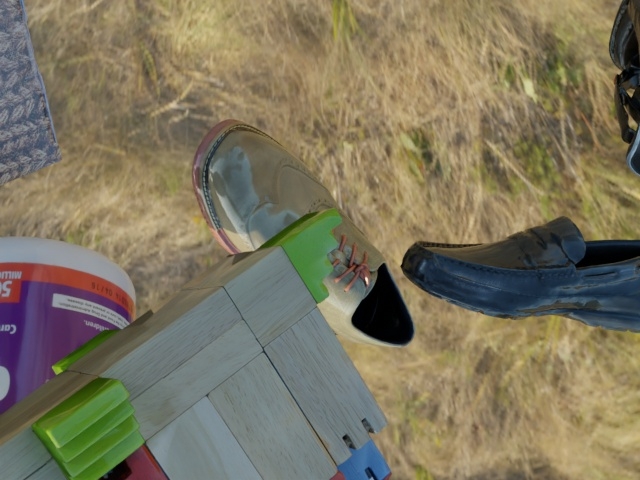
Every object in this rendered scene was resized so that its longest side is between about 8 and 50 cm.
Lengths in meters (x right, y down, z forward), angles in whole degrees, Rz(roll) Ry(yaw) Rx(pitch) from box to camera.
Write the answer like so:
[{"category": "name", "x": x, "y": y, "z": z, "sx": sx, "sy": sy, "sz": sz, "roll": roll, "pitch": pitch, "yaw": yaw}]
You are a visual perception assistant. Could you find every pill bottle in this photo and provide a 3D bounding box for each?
[{"category": "pill bottle", "x": -0.252, "y": 0.171, "z": 0.862, "sx": 0.182, "sy": 0.323, "sz": 0.181, "roll": -2, "pitch": 152, "yaw": -1}]

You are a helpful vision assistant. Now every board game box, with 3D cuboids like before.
[{"category": "board game box", "x": -0.393, "y": -0.199, "z": 0.957, "sx": 0.141, "sy": 0.291, "sz": 0.232, "roll": -28, "pitch": 132, "yaw": -29}]

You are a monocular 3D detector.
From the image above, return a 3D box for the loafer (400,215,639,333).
[{"category": "loafer", "x": 0.167, "y": 0.017, "z": 0.772, "sx": 0.223, "sy": 0.076, "sz": 0.078, "roll": 7, "pitch": 107, "yaw": -20}]

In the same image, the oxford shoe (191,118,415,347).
[{"category": "oxford shoe", "x": 0.000, "y": 0.000, "z": 1.053, "sx": 0.123, "sy": 0.130, "sz": 0.348, "roll": -58, "pitch": 138, "yaw": -13}]

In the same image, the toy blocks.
[{"category": "toy blocks", "x": -0.085, "y": 0.191, "z": 0.671, "sx": 0.381, "sy": 0.191, "sz": 0.261, "roll": -37, "pitch": 101, "yaw": -24}]

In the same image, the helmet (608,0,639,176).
[{"category": "helmet", "x": 0.300, "y": -0.119, "z": 0.740, "sx": 0.162, "sy": 0.169, "sz": 0.169, "roll": 1, "pitch": 123, "yaw": 3}]
